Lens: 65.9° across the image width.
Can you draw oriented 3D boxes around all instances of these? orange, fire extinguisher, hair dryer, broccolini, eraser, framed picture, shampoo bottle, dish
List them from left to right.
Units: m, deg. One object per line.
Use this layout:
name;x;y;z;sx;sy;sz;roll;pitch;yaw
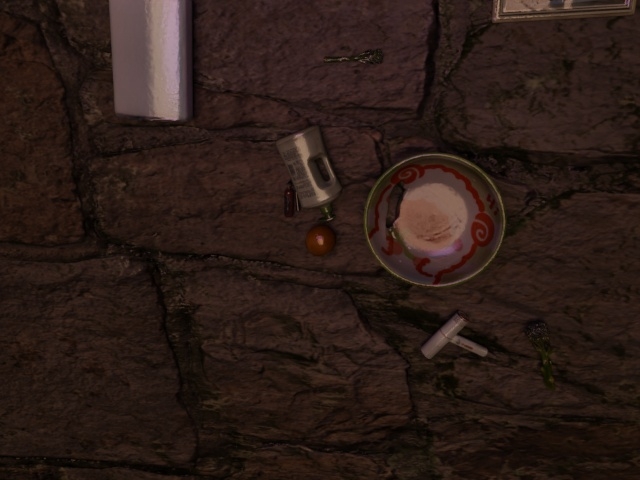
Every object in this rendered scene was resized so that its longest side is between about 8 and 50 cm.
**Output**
eraser;-0.400;-0.433;1.174;0.189;0.104;0.289;9;109;10
fire extinguisher;-0.072;-0.106;1.269;0.032;0.046;0.100;-14;120;-32
shampoo bottle;-0.017;-0.157;1.220;0.118;0.087;0.234;-18;105;14
orange;0.000;0.000;1.277;0.085;0.085;0.084;3;109;8
broccolini;0.075;-0.428;1.149;0.140;0.030;0.035;4;101;12
dish;0.273;-0.055;1.198;0.325;0.124;0.323;4;106;13
hair dryer;0.390;0.296;1.342;0.183;0.044;0.155;37;112;-8
broccolini;0.585;0.312;1.315;0.058;0.067;0.216;-11;116;15
framed picture;0.517;-0.586;1.031;0.297;0.019;0.232;0;109;9
